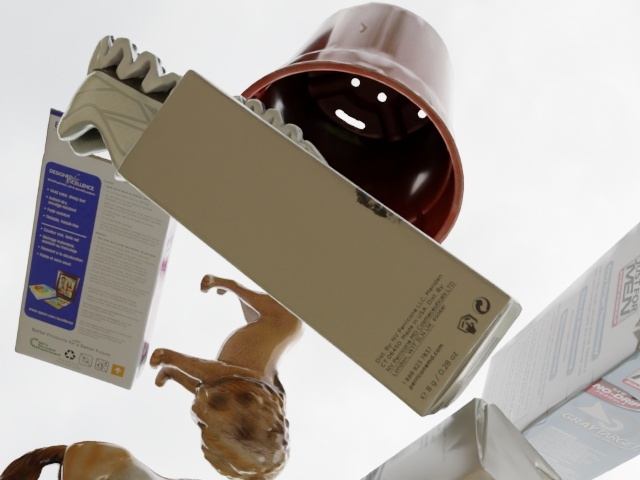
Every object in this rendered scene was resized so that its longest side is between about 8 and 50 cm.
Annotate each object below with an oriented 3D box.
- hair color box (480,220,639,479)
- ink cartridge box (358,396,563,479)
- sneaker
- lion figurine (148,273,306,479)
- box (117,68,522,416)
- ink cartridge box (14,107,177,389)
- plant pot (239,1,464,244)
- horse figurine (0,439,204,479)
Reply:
[{"bbox_3d":[0.304,0.149,0.921,0.114,0.374,0.185,25,-127,-2],"label":"hair color box"},{"bbox_3d":[0.076,0.238,0.557,0.219,0.092,0.160,-41,-84,19],"label":"ink cartridge box"},{"bbox_3d":[-0.116,-0.081,0.753,0.292,0.110,0.118,26,-108,23],"label":"sneaker"},{"bbox_3d":[-0.108,0.178,1.284,0.240,0.142,0.392,20,-127,9],"label":"lion figurine"},{"bbox_3d":[0.000,0.000,0.574,0.275,0.113,0.094,37,-86,17],"label":"box"},{"bbox_3d":[-0.293,0.016,1.090,0.176,0.069,0.370,18,-63,2],"label":"ink cartridge box"},{"bbox_3d":[0.047,-0.140,0.977,0.273,0.272,0.265,-3,-145,18],"label":"plant pot"},{"bbox_3d":[-0.186,0.257,0.763,0.066,0.263,0.174,-53,-163,32],"label":"horse figurine"}]
